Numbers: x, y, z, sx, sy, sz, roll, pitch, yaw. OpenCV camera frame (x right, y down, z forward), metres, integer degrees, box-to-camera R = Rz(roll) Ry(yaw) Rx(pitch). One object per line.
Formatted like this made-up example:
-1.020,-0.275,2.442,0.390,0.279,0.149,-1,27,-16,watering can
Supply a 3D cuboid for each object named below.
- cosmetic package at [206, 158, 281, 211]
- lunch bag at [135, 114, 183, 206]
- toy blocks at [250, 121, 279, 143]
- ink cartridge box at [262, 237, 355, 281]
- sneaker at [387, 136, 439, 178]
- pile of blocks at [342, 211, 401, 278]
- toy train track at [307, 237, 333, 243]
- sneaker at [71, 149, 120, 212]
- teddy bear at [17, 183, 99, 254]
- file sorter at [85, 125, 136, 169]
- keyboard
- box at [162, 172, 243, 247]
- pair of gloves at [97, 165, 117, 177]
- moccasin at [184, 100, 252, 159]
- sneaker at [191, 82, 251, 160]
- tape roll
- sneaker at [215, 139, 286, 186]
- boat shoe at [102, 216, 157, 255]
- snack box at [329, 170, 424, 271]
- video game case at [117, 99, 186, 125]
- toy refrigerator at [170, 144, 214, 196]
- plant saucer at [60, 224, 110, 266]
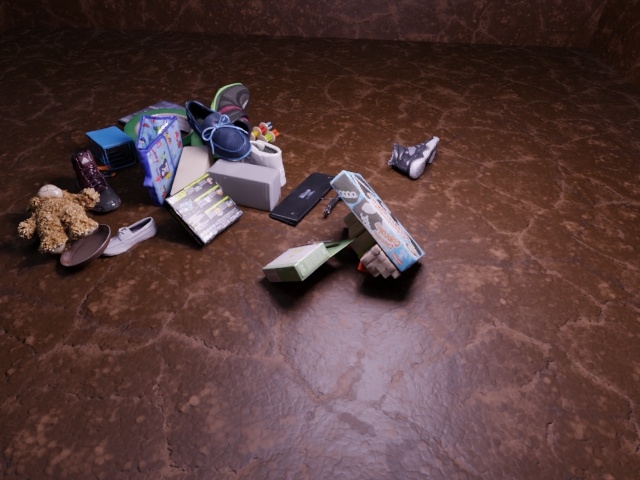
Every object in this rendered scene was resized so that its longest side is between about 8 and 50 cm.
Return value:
-0.265,-0.197,1.556,0.237,0.127,0.107,13,42,16,cosmetic package
-0.585,-0.280,1.568,0.138,0.221,0.293,0,41,-2,lunch bag
-0.236,-0.471,1.927,0.123,0.054,0.148,22,45,23,toy blocks
-0.032,0.038,1.280,0.235,0.056,0.171,-38,17,-35,ink cartridge box
0.372,-0.358,1.777,0.153,0.101,0.269,24,48,20,sneaker
0.147,0.019,1.357,0.112,0.149,0.362,-40,27,18,pile of blocks
0.000,0.000,1.398,0.083,0.014,0.048,-6,8,4,toy train track
-0.802,-0.219,1.535,0.106,0.163,0.281,-30,50,-31,sneaker
-0.822,-0.082,1.384,0.245,0.113,0.338,-25,45,-3,teddy bear
-0.821,-0.364,1.738,0.118,0.105,0.170,-27,45,-36,file sorter
-0.019,-0.148,1.580,0.201,0.033,0.317,16,43,26,keyboard
-0.375,-0.101,1.428,0.184,0.045,0.191,47,50,-4,box
-0.827,-0.266,1.706,0.074,0.010,0.083,-7,43,-14,pair of gloves
-0.389,-0.397,1.584,0.341,0.117,0.138,32,74,29,moccasin
-0.373,-0.485,1.855,0.202,0.185,0.483,7,52,8,sneaker
-0.646,-0.444,1.850,0.320,0.077,0.321,4,44,-4,tape roll
-0.272,-0.306,1.650,0.292,0.169,0.108,10,43,13,sneaker
-0.602,-0.016,1.383,0.184,0.063,0.066,-27,48,-29,boat shoe
0.172,-0.061,1.289,0.322,0.060,0.187,52,19,9,snack box
-0.768,-0.579,2.060,0.196,0.026,0.274,24,45,24,video game case
-0.454,-0.223,1.589,0.102,0.094,0.270,-4,47,0,toy refrigerator
-0.700,0.020,1.330,0.168,0.029,0.169,-16,42,15,plant saucer
